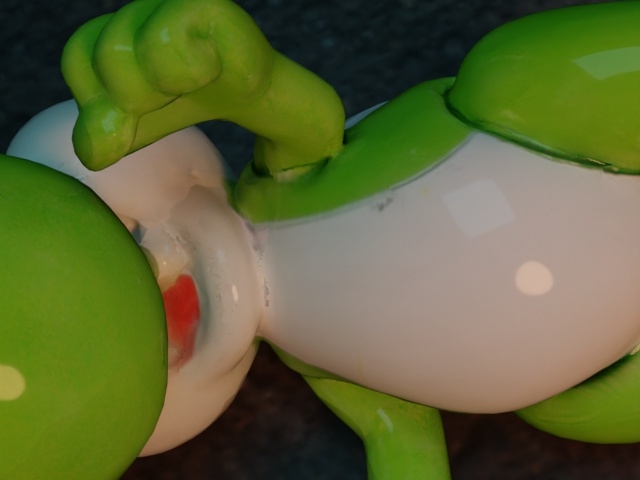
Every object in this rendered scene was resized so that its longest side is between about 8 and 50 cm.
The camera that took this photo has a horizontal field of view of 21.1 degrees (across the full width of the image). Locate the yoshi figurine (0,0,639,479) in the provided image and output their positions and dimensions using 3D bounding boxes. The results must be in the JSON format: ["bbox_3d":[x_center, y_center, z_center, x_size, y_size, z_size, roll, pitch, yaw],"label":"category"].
[{"bbox_3d":[-0.001,0.018,0.511,0.362,0.203,0.203,-8,66,9],"label":"yoshi figurine"}]
